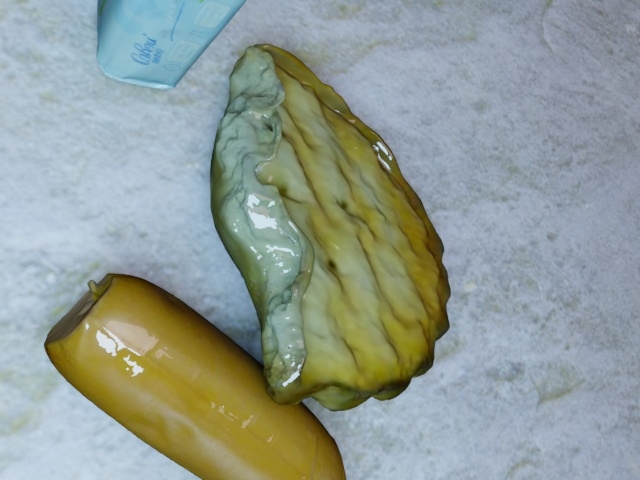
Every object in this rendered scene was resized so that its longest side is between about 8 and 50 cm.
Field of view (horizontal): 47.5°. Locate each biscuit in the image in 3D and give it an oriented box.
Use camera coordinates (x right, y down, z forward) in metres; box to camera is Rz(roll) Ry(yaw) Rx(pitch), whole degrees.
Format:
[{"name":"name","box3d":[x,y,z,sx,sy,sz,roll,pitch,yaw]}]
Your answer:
[{"name":"biscuit","box3d":[0.000,0.000,0.646,0.329,0.078,0.335,48,37,-16]}]

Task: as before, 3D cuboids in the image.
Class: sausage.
[{"name":"sausage","box3d":[-0.069,0.149,0.586,0.328,0.112,0.112,44,58,-22]}]

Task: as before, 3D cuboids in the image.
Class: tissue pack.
[{"name":"tissue pack","box3d":[-0.105,-0.248,0.554,0.089,0.263,0.177,6,75,-31]}]
